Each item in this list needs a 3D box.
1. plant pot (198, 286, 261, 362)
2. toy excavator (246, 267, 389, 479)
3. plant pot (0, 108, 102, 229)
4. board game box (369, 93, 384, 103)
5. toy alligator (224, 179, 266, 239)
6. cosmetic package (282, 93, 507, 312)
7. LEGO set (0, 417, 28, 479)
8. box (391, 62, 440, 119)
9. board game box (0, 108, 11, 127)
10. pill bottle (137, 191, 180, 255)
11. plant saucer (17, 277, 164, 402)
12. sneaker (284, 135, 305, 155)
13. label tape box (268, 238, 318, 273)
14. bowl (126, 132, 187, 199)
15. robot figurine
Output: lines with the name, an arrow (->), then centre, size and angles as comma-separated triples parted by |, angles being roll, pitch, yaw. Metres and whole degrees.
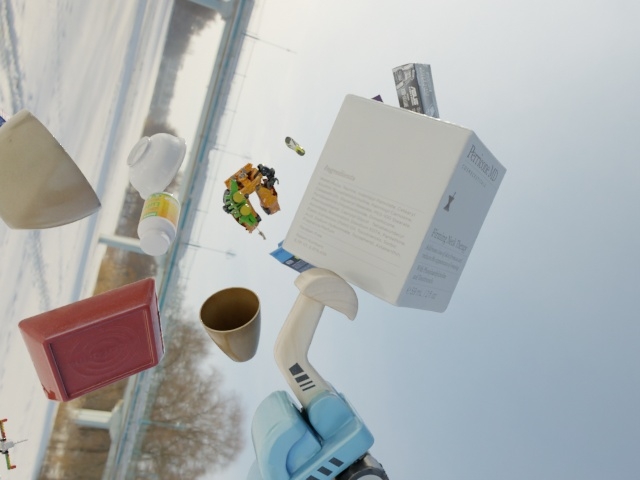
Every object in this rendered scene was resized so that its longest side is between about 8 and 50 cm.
plant pot -> -0.331, 0.354, 2.217 | 0.237, 0.237, 0.254 | -103, -176, -52
toy excavator -> -0.026, 0.340, 1.159 | 0.433, 0.445, 0.222 | -37, -163, -5
plant pot -> -0.681, -0.133, 1.318 | 0.191, 0.284, 0.284 | -42, -172, -22
board game box -> 0.189, -0.423, 2.060 | 0.170, 0.141, 0.048 | 66, 13, 5
toy alligator -> -0.213, -0.073, 1.535 | 0.190, 0.051, 0.056 | 63, -8, -13
cosmetic package -> 0.182, -0.077, 1.343 | 0.327, 0.329, 0.394 | 25, -85, 31
LEGO set -> -0.737, 0.471, 1.315 | 0.244, 0.060, 0.183 | 42, -53, 38
box -> 0.333, -0.430, 1.884 | 0.242, 0.076, 0.308 | -32, 111, -63
board game box -> -1.084, -0.336, 1.840 | 0.045, 0.193, 0.147 | 64, 1, 36
pill bottle -> -0.603, -0.060, 2.105 | 0.246, 0.136, 0.136 | -98, -151, -50
plant saucer -> -0.444, 0.218, 1.153 | 0.048, 0.258, 0.259 | 49, -34, 36
sneaker -> -0.081, -0.301, 1.812 | 0.031, 0.083, 0.035 | -45, 179, 13
label tape box -> 0.000, 0.000, 1.887 | 0.249, 0.347, 0.115 | -34, -123, 14
bowl -> -0.685, -0.325, 2.282 | 0.297, 0.134, 0.298 | -29, -137, 31
robot figurine -> -0.230, -0.144, 1.868 | 0.085, 0.211, 0.291 | 45, -13, 26
